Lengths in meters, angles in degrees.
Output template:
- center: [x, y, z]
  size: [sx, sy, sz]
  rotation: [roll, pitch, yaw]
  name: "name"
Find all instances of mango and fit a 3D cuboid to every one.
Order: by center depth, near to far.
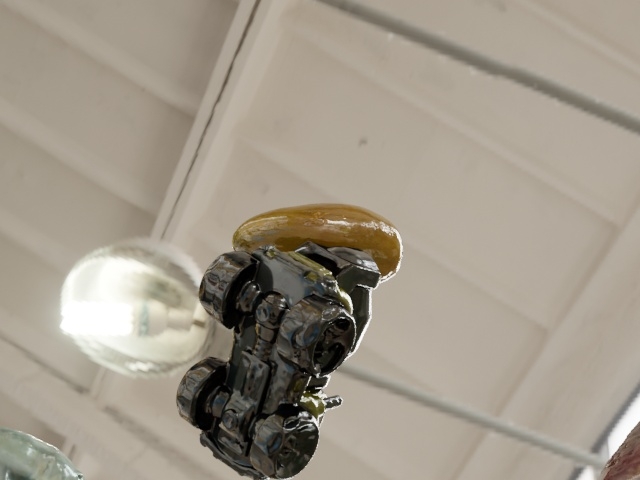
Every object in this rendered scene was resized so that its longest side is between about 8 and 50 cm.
- center: [0.000, 0.000, 1.340]
  size: [0.184, 0.085, 0.102]
  rotation: [10, -16, -12]
  name: "mango"

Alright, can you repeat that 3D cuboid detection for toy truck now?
- center: [-0.027, 0.114, 1.218]
  size: [0.147, 0.165, 0.224]
  rotation: [27, -72, 34]
  name: "toy truck"

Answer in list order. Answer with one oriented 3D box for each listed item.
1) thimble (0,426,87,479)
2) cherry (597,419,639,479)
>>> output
- center: [-0.219, 0.201, 0.664]
  size: [0.250, 0.205, 0.172]
  rotation: [-19, -31, -9]
  name: "thimble"
- center: [0.283, 0.147, 0.721]
  size: [0.300, 0.230, 0.203]
  rotation: [-12, -98, -17]
  name: "cherry"
